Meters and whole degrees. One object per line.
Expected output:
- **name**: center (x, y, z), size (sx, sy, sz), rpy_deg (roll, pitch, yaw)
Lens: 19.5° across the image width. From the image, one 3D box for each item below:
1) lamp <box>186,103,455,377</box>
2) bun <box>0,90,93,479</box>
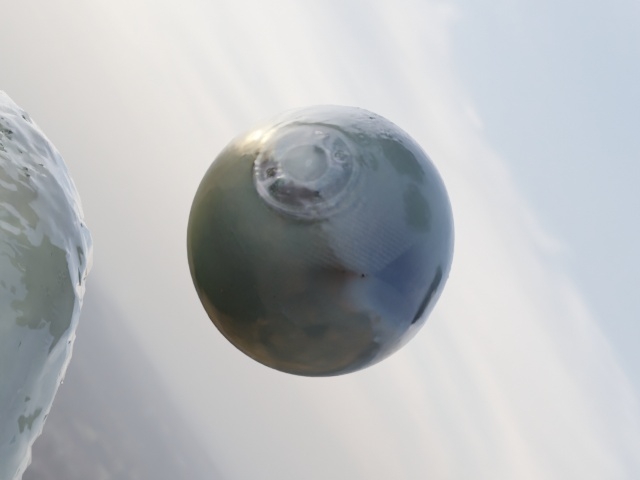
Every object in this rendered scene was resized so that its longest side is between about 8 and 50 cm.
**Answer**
- **lamp**: center (0.000, 0.000, 0.711), size (0.105, 0.105, 0.105), rpy_deg (55, -4, 6)
- **bun**: center (-0.258, 0.065, 0.736), size (0.211, 0.360, 0.360), rpy_deg (35, 4, -24)
